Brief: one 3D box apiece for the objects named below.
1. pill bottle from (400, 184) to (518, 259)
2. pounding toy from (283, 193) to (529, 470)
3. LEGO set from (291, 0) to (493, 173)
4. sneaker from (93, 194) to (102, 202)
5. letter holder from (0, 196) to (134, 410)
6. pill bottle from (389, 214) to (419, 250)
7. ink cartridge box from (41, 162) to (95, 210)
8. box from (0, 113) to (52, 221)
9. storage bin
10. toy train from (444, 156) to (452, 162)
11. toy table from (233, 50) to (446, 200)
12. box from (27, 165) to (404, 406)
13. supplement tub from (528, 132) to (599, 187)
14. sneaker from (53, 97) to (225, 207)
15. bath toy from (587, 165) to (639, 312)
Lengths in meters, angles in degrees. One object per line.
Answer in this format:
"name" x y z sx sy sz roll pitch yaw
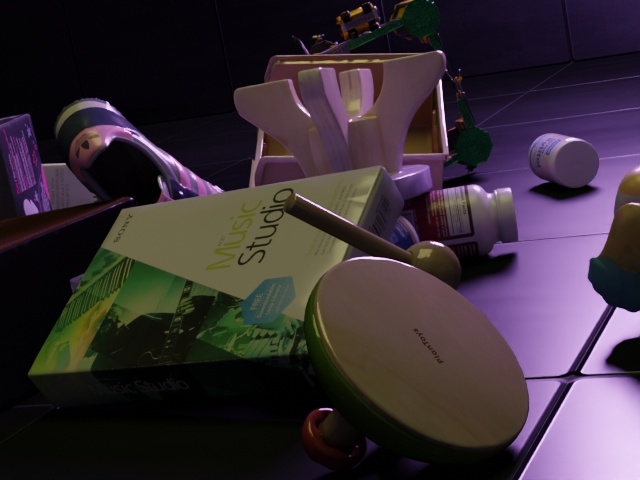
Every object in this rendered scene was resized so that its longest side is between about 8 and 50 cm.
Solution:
"pill bottle" 0.152 -0.018 1.572 0.152 0.086 0.086 -9 11 6
"pounding toy" 0.044 0.096 1.018 0.183 0.110 0.236 16 37 -28
"LEGO set" 0.109 -0.224 2.138 0.255 0.331 0.192 -33 13 -8
"sneaker" -0.215 -0.060 1.768 0.146 0.102 0.293 -2 -32 -1
"letter holder" -0.356 0.071 1.452 0.214 0.152 0.302 -7 12 30
"pill bottle" 0.033 0.028 1.432 0.094 0.094 0.169 -4 13 30
"ink cartridge box" -0.488 -0.070 2.115 0.385 0.091 0.308 0 0 4
"box" -0.444 -0.024 1.739 0.163 0.247 0.142 -10 10 7
"storage bin" 0.038 -0.141 1.847 0.260 0.123 0.262 0 38 2
"toy train" 0.086 -0.081 1.933 0.248 0.105 0.143 -12 22 -6
"toy table" 0.033 -0.121 1.564 0.252 0.160 0.274 -10 5 4
"box" -0.099 0.045 1.263 0.322 0.058 0.232 -9 40 32
"supplement tub" 0.344 -0.114 1.905 0.071 0.071 0.107 -13 10 -9
"sneaker" -0.185 -0.037 1.608 0.112 0.319 0.131 -49 29 8
"bath toy" 0.372 -0.023 1.319 0.129 0.151 0.348 -45 -9 31
